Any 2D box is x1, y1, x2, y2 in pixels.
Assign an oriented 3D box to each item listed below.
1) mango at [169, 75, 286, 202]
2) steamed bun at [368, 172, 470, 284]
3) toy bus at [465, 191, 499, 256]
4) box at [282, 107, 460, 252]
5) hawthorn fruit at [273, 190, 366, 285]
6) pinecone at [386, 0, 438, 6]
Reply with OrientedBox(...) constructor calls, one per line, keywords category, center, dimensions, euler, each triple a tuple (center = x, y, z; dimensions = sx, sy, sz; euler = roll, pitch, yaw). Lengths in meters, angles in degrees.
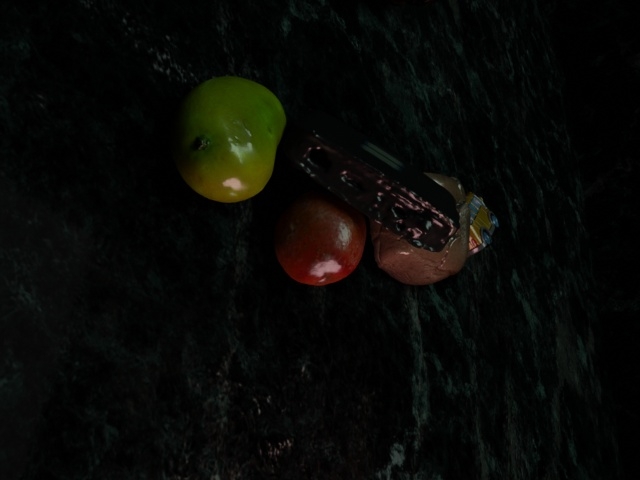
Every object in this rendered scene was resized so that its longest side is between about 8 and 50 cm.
OrientedBox(category="mango", center=(-0.151, -0.175, 1.207), dimensions=(0.185, 0.149, 0.273), euler=(43, 35, -26))
OrientedBox(category="steamed bun", center=(0.247, -0.035, 1.693), dimensions=(0.301, 0.199, 0.252), euler=(15, 62, -54))
OrientedBox(category="toy bus", center=(0.383, -0.043, 1.983), dimensions=(0.136, 0.126, 0.209), euler=(55, 34, -9))
OrientedBox(category="box", center=(0.099, -0.126, 1.402), dimensions=(0.359, 0.091, 0.350), euler=(33, 16, -3))
OrientedBox(category="hawthorn fruit", center=(0.000, 0.000, 1.320), dimensions=(0.173, 0.172, 0.173), euler=(32, 48, -45))
OrientedBox(category="pinecone", center=(0.263, -0.804, 1.956), dimensions=(0.397, 0.397, 0.398), euler=(32, 48, -45))
